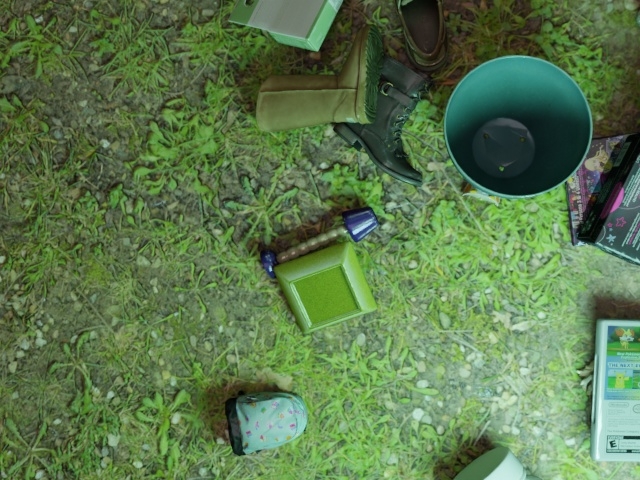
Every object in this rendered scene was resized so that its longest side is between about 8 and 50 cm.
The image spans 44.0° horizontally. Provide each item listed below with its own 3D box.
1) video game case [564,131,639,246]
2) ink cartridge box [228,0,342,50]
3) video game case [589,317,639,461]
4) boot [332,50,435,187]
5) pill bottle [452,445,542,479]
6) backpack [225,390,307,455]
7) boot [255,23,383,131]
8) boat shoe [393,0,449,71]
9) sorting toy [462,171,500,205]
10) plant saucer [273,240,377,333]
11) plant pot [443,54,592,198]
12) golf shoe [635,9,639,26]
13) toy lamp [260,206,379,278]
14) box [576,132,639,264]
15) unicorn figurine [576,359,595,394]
[{"bbox_3d":[0.641,-0.112,1.715,0.210,0.042,0.231,-8,91,8],"label":"video game case"},{"bbox_3d":[-0.074,-0.534,1.791,0.235,0.056,0.171,21,81,31],"label":"ink cartridge box"},{"bbox_3d":[0.739,0.318,1.678,0.329,0.036,0.299,2,92,-6],"label":"video game case"},{"bbox_3d":[0.177,-0.270,1.756,0.263,0.091,0.229,39,97,8],"label":"boot"},{"bbox_3d":[0.443,0.636,1.685,0.204,0.204,0.361,-39,86,8],"label":"pill bottle"},{"bbox_3d":[-0.119,0.414,1.808,0.182,0.115,0.151,-11,87,6],"label":"backpack"},{"bbox_3d":[-0.006,-0.361,1.760,0.270,0.089,0.236,2,77,26],"label":"boot"},{"bbox_3d":[0.214,-0.537,1.729,0.123,0.116,0.324,-17,89,8],"label":"boat shoe"},{"bbox_3d":[0.368,-0.127,1.762,0.083,0.045,0.075,17,75,8],"label":"sorting toy"},{"bbox_3d":[0.012,0.117,1.780,0.188,0.045,0.188,-20,111,9],"label":"plant saucer"},{"bbox_3d":[0.399,-0.216,1.662,0.291,0.195,0.290,-1,83,5],"label":"plant pot"},{"bbox_3d":[0.734,-0.533,1.689,0.176,0.069,0.086,-39,66,5],"label":"golf shoe"},{"bbox_3d":[0.000,0.000,1.799,0.275,0.080,0.080,-23,88,11],"label":"toy lamp"},{"bbox_3d":[0.656,-0.080,1.610,0.142,0.163,0.247,26,95,3],"label":"box"},{"bbox_3d":[0.644,0.324,1.717,0.111,0.060,0.162,-41,84,5],"label":"unicorn figurine"}]
